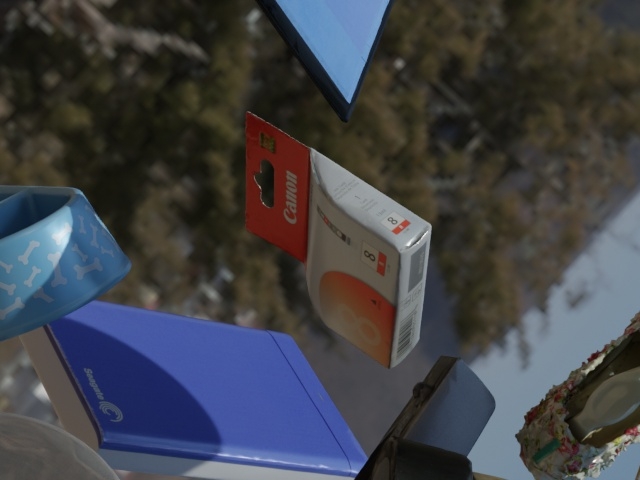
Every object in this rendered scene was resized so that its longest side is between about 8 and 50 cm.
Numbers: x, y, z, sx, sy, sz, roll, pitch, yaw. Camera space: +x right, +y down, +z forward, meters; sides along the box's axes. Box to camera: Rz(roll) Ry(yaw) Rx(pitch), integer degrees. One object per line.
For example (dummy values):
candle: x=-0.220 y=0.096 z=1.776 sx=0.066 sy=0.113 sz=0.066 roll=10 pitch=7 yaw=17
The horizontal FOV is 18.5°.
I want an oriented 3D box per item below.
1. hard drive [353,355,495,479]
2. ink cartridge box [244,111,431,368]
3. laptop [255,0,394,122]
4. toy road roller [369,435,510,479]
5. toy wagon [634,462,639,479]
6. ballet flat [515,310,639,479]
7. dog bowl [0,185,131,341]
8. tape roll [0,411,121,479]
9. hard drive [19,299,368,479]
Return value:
hard drive: x=0.041 y=0.202 z=1.467 sx=0.254 sy=0.054 sz=0.172 roll=-55 pitch=179 yaw=-3
ink cartridge box: x=0.000 y=0.000 z=1.502 sx=0.045 sy=0.179 sz=0.145 roll=-45 pitch=154 yaw=-32
laptop: x=0.065 y=-0.246 z=1.240 sx=0.264 sy=0.136 sz=0.234 roll=-28 pitch=138 yaw=9
toy road roller: x=0.108 y=0.274 z=1.063 sx=0.329 sy=0.202 sz=0.240 roll=-102 pitch=-152 yaw=-74
toy wagon: x=0.356 y=0.201 z=1.889 sx=0.344 sy=0.068 sz=0.267 roll=38 pitch=70 yaw=-82
ballet flat: x=0.248 y=0.104 z=1.488 sx=0.241 sy=0.091 sz=0.077 roll=-39 pitch=172 yaw=-28
dog bowl: x=-0.278 y=0.015 z=1.615 sx=0.166 sy=0.074 sz=0.297 roll=-30 pitch=-162 yaw=-29
tape roll: x=-0.164 y=0.185 z=0.857 sx=0.219 sy=0.219 sz=0.072 roll=-47 pitch=142 yaw=-17
hard drive: x=-0.119 y=0.145 z=1.865 sx=0.319 sy=0.210 sz=0.040 roll=12 pitch=121 yaw=-40
